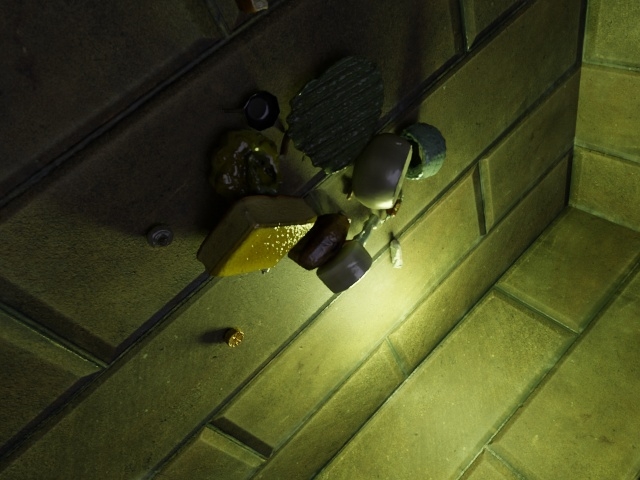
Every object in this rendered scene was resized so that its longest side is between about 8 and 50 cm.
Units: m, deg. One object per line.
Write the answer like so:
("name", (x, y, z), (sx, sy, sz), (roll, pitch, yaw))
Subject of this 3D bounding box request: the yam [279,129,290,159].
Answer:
("yam", (-0.124, -0.339, 1.528), (0.032, 0.145, 0.032), (4, 139, 3))

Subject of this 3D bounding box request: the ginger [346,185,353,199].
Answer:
("ginger", (0.138, -0.225, 1.903), (0.097, 0.030, 0.048), (-56, 166, -1))

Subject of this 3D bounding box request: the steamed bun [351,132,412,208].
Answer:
("steamed bun", (0.243, -0.288, 1.786), (0.324, 0.207, 0.323), (19, 90, -78))

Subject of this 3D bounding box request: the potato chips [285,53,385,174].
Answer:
("potato chips", (0.077, -0.457, 1.575), (0.429, 0.070, 0.358), (-38, 127, -11))

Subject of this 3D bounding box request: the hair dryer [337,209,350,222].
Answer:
("hair dryer", (0.077, -0.076, 1.930), (0.114, 0.063, 0.037), (-44, 141, 11))

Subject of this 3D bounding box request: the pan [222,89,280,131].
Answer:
("pan", (-0.227, -0.442, 1.415), (0.202, 0.048, 0.128), (17, 103, -48))

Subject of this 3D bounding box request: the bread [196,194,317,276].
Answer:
("bread", (-0.224, -0.016, 1.531), (0.324, 0.143, 0.333), (-8, 150, -49))

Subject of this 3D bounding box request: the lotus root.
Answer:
("lotus root", (0.006, 0.006, 1.829), (0.291, 0.193, 0.193), (-48, 138, -11))

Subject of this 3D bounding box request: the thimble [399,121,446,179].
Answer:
("thimble", (0.450, -0.402, 1.937), (0.172, 0.205, 0.249), (-21, 111, -32))

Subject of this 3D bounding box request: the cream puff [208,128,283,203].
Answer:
("cream puff", (-0.236, -0.235, 1.446), (0.282, 0.185, 0.281), (-21, 129, -28))

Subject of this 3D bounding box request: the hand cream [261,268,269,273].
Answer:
("hand cream", (-0.210, 0.061, 1.782), (0.057, 0.037, 0.164), (14, 99, -46))

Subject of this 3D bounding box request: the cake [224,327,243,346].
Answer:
("cake", (-0.372, 0.413, 1.849), (0.084, 0.044, 0.083), (-24, 131, -31))

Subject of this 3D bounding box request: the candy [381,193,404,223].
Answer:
("candy", (0.361, -0.155, 2.137), (0.182, 0.046, 0.053), (-52, 140, -5))

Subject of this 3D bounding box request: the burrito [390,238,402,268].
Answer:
("burrito", (0.406, 0.073, 2.319), (0.064, 0.064, 0.203), (-36, 137, -20))

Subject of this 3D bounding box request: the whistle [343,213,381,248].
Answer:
("whistle", (0.166, 0.018, 2.030), (0.346, 0.134, 0.142), (-53, 136, -15))

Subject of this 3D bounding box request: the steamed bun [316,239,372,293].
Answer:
("steamed bun", (0.099, 0.121, 1.863), (0.242, 0.164, 0.146), (-37, 103, 28))

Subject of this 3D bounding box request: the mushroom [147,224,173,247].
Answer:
("mushroom", (-0.519, -0.007, 1.414), (0.085, 0.079, 0.085), (-20, 125, -31))

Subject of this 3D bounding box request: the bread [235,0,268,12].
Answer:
("bread", (-0.199, -0.707, 1.252), (0.077, 0.070, 0.083), (-30, 130, -26))
